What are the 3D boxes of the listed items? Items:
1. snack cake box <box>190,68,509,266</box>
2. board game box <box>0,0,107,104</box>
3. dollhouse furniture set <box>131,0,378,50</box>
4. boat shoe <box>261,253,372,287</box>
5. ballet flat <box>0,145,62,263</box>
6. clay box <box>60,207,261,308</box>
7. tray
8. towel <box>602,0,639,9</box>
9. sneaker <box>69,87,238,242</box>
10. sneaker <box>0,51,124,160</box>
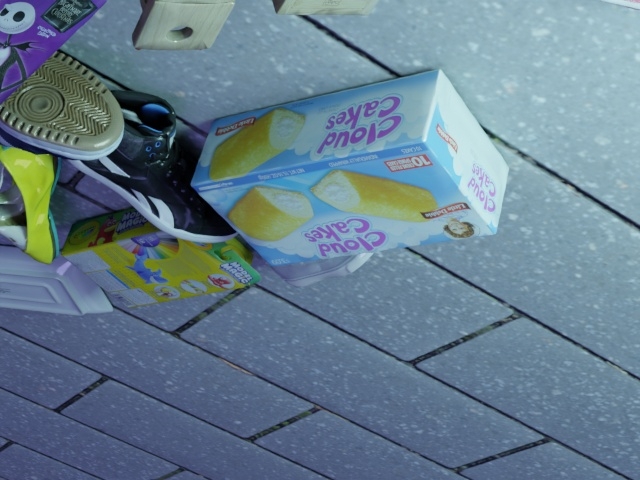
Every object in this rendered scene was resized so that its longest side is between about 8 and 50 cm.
[{"bbox_3d":[0.028,-0.063,1.119,0.264,0.089,0.152,-9,140,33],"label":"snack cake box"},{"bbox_3d":[-0.343,-0.197,0.885,0.208,0.056,0.347,-45,152,10],"label":"board game box"},{"bbox_3d":[-0.055,-0.234,0.892,0.184,0.129,0.129,-5,158,-27],"label":"dollhouse furniture set"},{"bbox_3d":[0.000,0.000,1.260,0.063,0.066,0.184,30,154,-25],"label":"boat shoe"},{"bbox_3d":[-0.337,-0.045,1.298,0.077,0.077,0.231,-16,152,-24],"label":"ballet flat"},{"bbox_3d":[-0.182,0.014,1.356,0.222,0.053,0.127,-12,139,34],"label":"clay box"},{"bbox_3d":[-0.423,0.055,1.540,0.270,0.030,0.145,5,146,16],"label":"tray"},{"bbox_3d":[0.286,-0.230,0.818,0.144,0.029,0.197,12,150,4],"label":"towel"},{"bbox_3d":[-0.153,-0.076,1.179,0.217,0.079,0.121,29,147,-19],"label":"sneaker"},{"bbox_3d":[-0.319,-0.120,1.146,0.282,0.099,0.153,22,146,10],"label":"sneaker"}]
